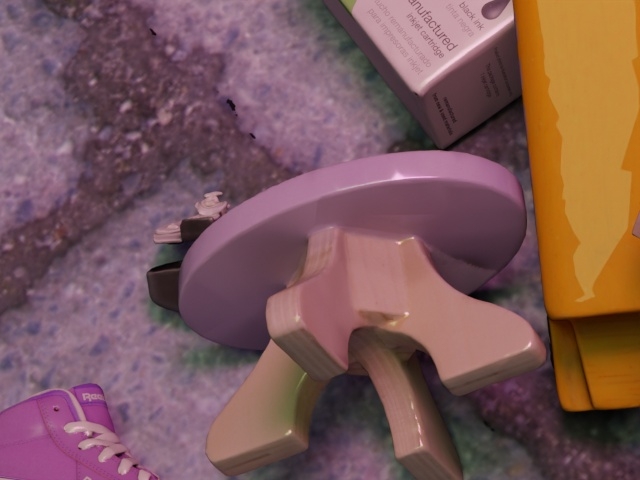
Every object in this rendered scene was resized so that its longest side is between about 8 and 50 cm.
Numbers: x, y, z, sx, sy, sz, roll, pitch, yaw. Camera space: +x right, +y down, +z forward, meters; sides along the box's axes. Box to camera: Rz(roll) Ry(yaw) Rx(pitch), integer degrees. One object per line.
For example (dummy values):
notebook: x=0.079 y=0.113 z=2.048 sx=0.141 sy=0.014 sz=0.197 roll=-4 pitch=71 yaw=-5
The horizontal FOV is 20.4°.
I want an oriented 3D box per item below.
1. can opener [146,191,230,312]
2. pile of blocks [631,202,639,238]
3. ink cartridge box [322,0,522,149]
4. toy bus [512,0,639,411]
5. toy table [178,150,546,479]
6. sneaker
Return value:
can opener: x=0.000 y=0.000 z=1.401 sx=0.280 sy=0.074 sz=0.093 roll=-6 pitch=101 yaw=15
pile of blocks: x=0.270 y=0.132 z=1.118 sx=0.149 sy=0.112 sz=0.362 roll=-34 pitch=80 yaw=37
ink cartridge box: x=0.144 y=-0.238 z=1.423 sx=0.273 sy=0.115 sz=0.198 roll=-36 pitch=63 yaw=-1
toy bus: x=0.205 y=-0.045 z=1.270 sx=0.108 sy=0.130 sz=0.332 roll=-6 pitch=87 yaw=8
toy table: x=0.027 y=0.063 z=1.278 sx=0.274 sy=0.252 sz=0.161 roll=-30 pitch=45 yaw=28
sneaker: x=-0.150 y=0.181 z=1.341 sx=0.282 sy=0.102 sz=0.161 roll=1 pitch=65 yaw=16
